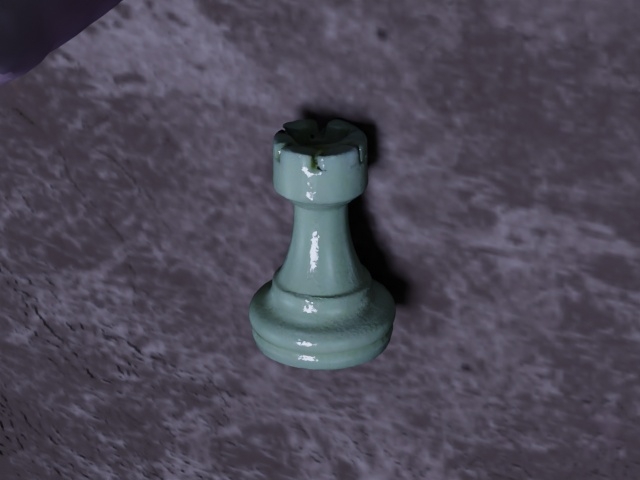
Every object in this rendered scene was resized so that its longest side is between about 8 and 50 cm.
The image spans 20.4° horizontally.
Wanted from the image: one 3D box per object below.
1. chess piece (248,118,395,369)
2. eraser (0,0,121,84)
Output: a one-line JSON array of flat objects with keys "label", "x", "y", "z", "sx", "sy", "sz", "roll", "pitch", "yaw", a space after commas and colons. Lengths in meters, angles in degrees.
[{"label": "chess piece", "x": 0.000, "y": 0.000, "z": 0.793, "sx": 0.067, "sy": 0.067, "sz": 0.103, "roll": 13, "pitch": 122, "yaw": 24}, {"label": "eraser", "x": -0.185, "y": -0.122, "z": 0.664, "sx": 0.359, "sy": 0.272, "sz": 0.122, "roll": -13, "pitch": 116, "yaw": 38}]
